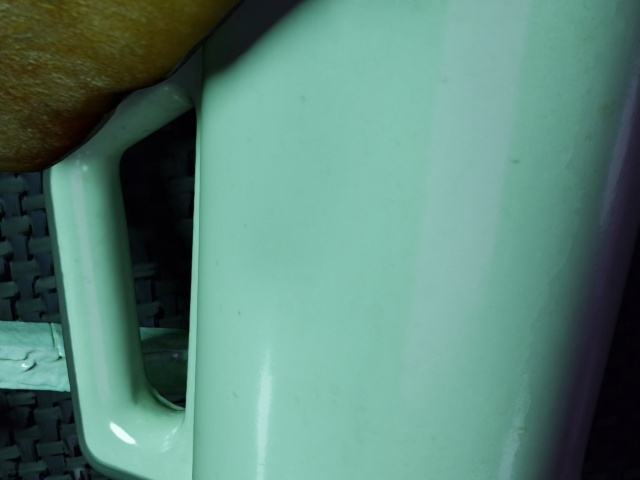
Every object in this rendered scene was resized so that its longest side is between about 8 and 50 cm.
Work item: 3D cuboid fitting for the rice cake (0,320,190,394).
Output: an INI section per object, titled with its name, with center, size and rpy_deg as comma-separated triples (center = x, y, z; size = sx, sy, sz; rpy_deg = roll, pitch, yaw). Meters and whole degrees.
[rice cake]
center = -0.181, 0.078, 0.864
size = 0.245, 0.045, 0.042
rpy_deg = 4, 112, -17

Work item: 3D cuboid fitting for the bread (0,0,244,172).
[bread]
center = -0.211, -0.171, 0.559
size = 0.333, 0.143, 0.324
rpy_deg = 22, 155, -25

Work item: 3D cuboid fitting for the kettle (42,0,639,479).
[kettle]
center = 0.000, 0.000, 0.731
size = 0.361, 0.250, 0.376
rpy_deg = 12, 109, 18
